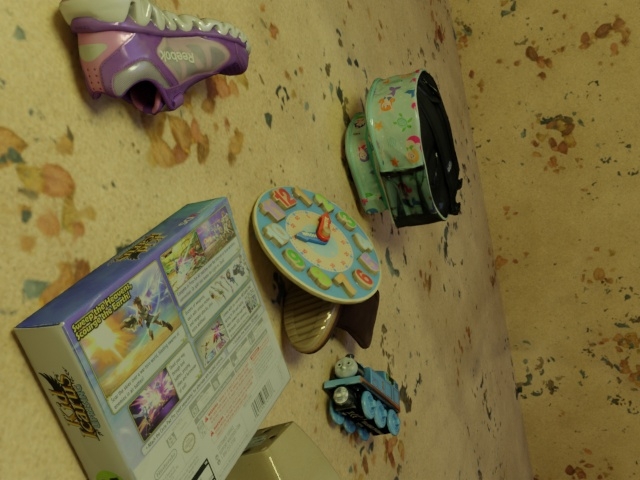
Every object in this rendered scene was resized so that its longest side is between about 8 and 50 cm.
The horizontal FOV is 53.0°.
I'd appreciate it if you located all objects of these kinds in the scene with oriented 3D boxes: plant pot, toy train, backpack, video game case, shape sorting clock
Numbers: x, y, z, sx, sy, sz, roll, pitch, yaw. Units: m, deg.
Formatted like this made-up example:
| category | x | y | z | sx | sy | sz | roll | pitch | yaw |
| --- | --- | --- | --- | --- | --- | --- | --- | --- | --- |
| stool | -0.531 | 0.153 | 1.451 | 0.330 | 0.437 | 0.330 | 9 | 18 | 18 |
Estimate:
| category | x | y | z | sx | sy | sz | roll | pitch | yaw |
| --- | --- | --- | --- | --- | --- | --- | --- | --- | --- |
| plant pot | -0.055 | 0.272 | 0.736 | 0.109 | 0.109 | 0.096 | -25 | 94 | -63 |
| toy train | 0.069 | 0.251 | 1.025 | 0.184 | 0.080 | 0.105 | 46 | 34 | -48 |
| backpack | 0.152 | -0.177 | 1.174 | 0.225 | 0.191 | 0.254 | -66 | 148 | -51 |
| video game case | -0.140 | 0.118 | 0.643 | 0.269 | 0.061 | 0.244 | -50 | 129 | -57 |
| shape sorting clock | 0.000 | 0.000 | 0.879 | 0.206 | 0.040 | 0.206 | 23 | 35 | -17 |

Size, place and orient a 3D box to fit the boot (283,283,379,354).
| category | x | y | z | sx | sy | sz | roll | pitch | yaw |
| --- | --- | --- | --- | --- | --- | --- | --- | --- | --- |
| boot | 0.037 | 0.107 | 0.974 | 0.207 | 0.090 | 0.248 | 57 | 32 | -38 |

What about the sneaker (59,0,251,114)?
| category | x | y | z | sx | sy | sz | roll | pitch | yaw |
| --- | --- | --- | --- | --- | --- | --- | --- | --- | --- |
| sneaker | -0.160 | -0.181 | 0.665 | 0.236 | 0.095 | 0.105 | -13 | 102 | -59 |
